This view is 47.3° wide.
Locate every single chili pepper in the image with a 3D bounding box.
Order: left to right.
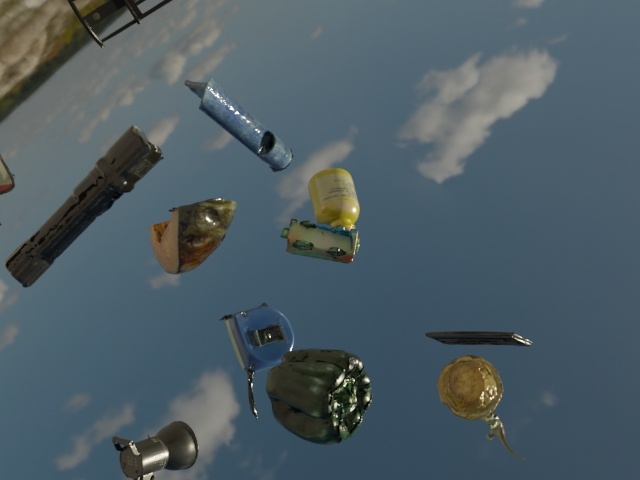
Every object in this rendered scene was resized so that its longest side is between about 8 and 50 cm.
[{"bbox_3d":[-0.010,0.406,1.966,0.256,0.249,0.233,8,-150,29],"label":"chili pepper"}]

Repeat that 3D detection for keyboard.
[{"bbox_3d":[0.357,0.224,1.676,0.250,0.087,0.017,-9,-118,51],"label":"keyboard"}]

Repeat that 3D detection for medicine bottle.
[{"bbox_3d":[0.044,-0.073,1.914,0.122,0.122,0.212,-30,-123,28],"label":"medicine bottle"}]

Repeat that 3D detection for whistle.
[{"bbox_3d":[-0.154,-0.224,1.426,0.062,0.304,0.062,-12,-116,25],"label":"whistle"}]

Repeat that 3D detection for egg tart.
[{"bbox_3d":[0.289,0.280,1.417,0.128,0.049,0.129,-6,-117,12],"label":"egg tart"}]

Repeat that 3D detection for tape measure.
[{"bbox_3d":[-0.177,0.384,2.395,0.215,0.351,0.098,-13,168,-31],"label":"tape measure"}]

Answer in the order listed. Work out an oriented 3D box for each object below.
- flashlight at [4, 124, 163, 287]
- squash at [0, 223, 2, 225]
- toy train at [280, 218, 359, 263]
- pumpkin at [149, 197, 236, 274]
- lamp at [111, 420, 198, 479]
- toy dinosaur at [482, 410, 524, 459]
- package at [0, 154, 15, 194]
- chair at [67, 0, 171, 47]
[{"bbox_3d":[-0.510,-0.067,1.565,0.424,0.103,0.103,-45,-157,2],"label":"flashlight"},{"bbox_3d":[-0.786,-0.006,1.567,0.188,0.095,0.095,-46,-157,-19],"label":"squash"},{"bbox_3d":[0.000,0.000,1.743,0.099,0.188,0.072,89,11,-75],"label":"toy train"},{"bbox_3d":[-0.275,-0.005,1.675,0.169,0.148,0.312,-8,179,-26],"label":"pumpkin"},{"bbox_3d":[-0.483,0.625,2.106,0.147,0.172,0.227,3,-175,36],"label":"lamp"},{"bbox_3d":[0.368,0.395,1.571,0.058,0.180,0.037,-12,153,-21],"label":"toy dinosaur"},{"bbox_3d":[-0.676,-0.171,1.324,0.166,0.232,0.040,-23,-160,-9],"label":"package"},{"bbox_3d":[-0.501,-0.633,1.864,0.260,0.154,0.141,-33,-141,-2],"label":"chair"}]
